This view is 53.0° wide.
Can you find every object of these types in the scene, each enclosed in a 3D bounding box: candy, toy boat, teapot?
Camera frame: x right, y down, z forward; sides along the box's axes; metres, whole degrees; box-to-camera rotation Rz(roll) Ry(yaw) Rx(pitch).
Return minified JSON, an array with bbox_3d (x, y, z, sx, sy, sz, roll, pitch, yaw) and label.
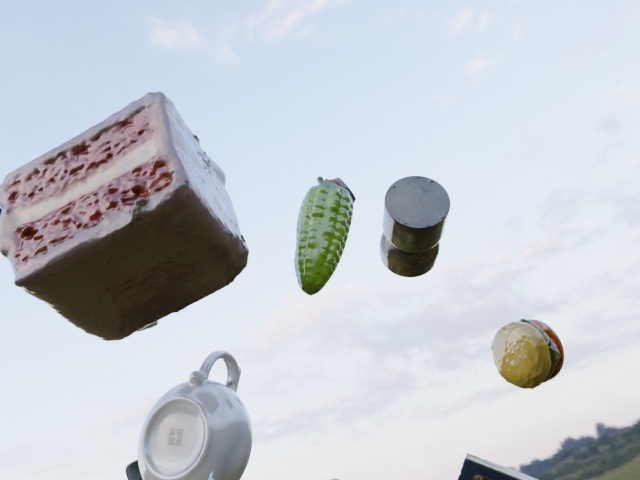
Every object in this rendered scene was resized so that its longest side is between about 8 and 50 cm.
[{"bbox_3d":[0.000,0.000,1.091,0.096,0.210,0.097,8,-33,6],"label":"candy"},{"bbox_3d":[0.065,-0.158,2.205,0.071,0.185,0.089,-37,-8,-8],"label":"toy boat"},{"bbox_3d":[-0.198,0.325,1.065,0.204,0.298,0.139,2,-23,31],"label":"teapot"}]

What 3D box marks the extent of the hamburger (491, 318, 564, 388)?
[{"bbox_3d":[0.471,0.256,1.458,0.115,0.162,0.162,-5,-26,-34],"label":"hamburger"}]

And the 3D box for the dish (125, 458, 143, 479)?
[{"bbox_3d":[-0.381,0.630,1.596,0.151,0.213,0.077,-21,-19,-29],"label":"dish"}]

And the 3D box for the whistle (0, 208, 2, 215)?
[{"bbox_3d":[-0.723,-0.049,1.260,0.304,0.062,0.062,-2,-19,21],"label":"whistle"}]

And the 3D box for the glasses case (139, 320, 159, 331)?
[{"bbox_3d":[-0.336,0.072,1.149,0.050,0.196,0.083,-19,-37,-12],"label":"glasses case"}]

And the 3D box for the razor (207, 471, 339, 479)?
[{"bbox_3d":[-0.056,0.337,0.814,0.231,0.068,0.106,5,-64,-44],"label":"razor"}]

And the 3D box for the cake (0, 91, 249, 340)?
[{"bbox_3d":[-0.291,-0.026,0.962,0.308,0.237,0.230,-29,-37,6],"label":"cake"}]

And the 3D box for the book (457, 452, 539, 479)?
[{"bbox_3d":[0.383,0.686,1.341,0.299,0.428,0.039,18,14,12],"label":"book"}]

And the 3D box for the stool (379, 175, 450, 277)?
[{"bbox_3d":[0.262,-0.036,1.823,0.179,0.179,0.264,-13,-32,-8],"label":"stool"}]
